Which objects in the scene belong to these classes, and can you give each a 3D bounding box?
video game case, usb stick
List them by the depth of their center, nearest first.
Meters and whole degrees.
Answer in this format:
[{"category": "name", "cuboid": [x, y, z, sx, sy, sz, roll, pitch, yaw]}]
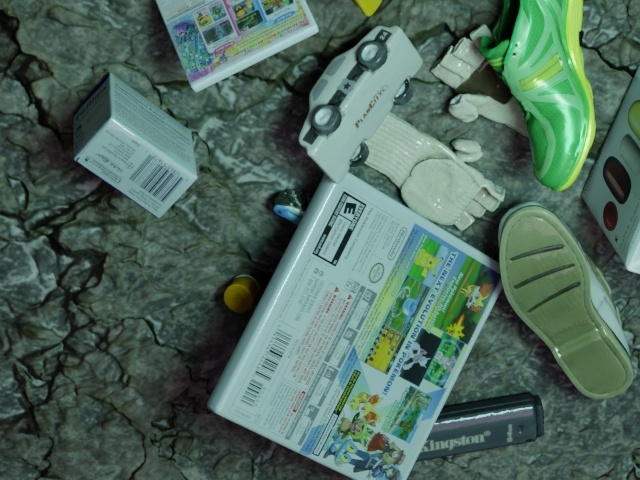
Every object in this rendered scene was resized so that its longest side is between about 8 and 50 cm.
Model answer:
[{"category": "video game case", "cuboid": [-0.098, -0.260, 1.871, 0.157, 0.143, 0.019, -26, 155, 5]}, {"category": "video game case", "cuboid": [0.053, 0.118, 2.042, 0.300, 0.036, 0.329, 30, 85, -31]}, {"category": "usb stick", "cuboid": [0.161, 0.257, 2.219, 0.278, 0.045, 0.077, -9, 117, -4]}]

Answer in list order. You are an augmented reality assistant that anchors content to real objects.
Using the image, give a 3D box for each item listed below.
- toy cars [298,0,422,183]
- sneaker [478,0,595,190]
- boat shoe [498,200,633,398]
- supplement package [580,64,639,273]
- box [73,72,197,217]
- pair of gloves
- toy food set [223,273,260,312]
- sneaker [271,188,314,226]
[{"category": "toy cars", "cuboid": [0.049, -0.262, 1.905, 0.176, 0.087, 0.394, -17, 127, -46]}, {"category": "sneaker", "cuboid": [0.245, -0.203, 1.936, 0.123, 0.109, 0.296, -9, 97, -15]}, {"category": "boat shoe", "cuboid": [0.306, 0.063, 2.109, 0.113, 0.103, 0.302, -20, 120, 16]}, {"category": "supplement package", "cuboid": [0.440, -0.075, 2.002, 0.149, 0.203, 0.194, 14, 113, -15]}, {"category": "box", "cuboid": [-0.216, -0.111, 1.920, 0.126, 0.137, 0.072, 36, 108, -23]}, {"category": "pair of gloves", "cuboid": [0.181, -0.129, 2.026, 0.204, 0.042, 0.240, 38, 107, -24]}, {"category": "toy food set", "cuboid": [-0.024, 0.126, 2.114, 0.111, 0.104, 0.232, -29, 100, 24]}, {"category": "sneaker", "cuboid": [0.000, 0.000, 2.054, 0.162, 0.063, 0.073, 36, 110, -23]}]
